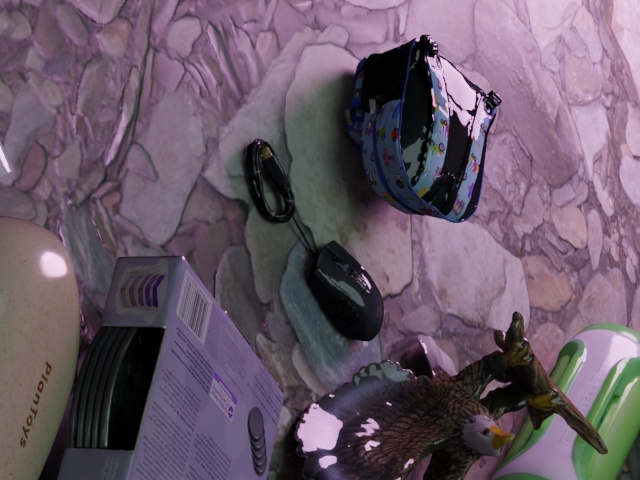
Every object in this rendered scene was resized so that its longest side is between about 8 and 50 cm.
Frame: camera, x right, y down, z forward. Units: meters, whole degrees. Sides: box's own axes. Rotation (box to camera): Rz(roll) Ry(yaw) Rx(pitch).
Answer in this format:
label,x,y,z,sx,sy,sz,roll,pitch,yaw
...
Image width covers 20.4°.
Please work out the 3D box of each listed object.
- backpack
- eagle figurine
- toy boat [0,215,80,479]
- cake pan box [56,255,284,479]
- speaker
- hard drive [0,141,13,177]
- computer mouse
label,x,y,z,sx,sy,sz,roll,pitch,yaw
backpack,0.101,-0.100,1.847,0.158,0.117,0.173,33,54,-42
eagle figurine,0.117,0.210,1.758,0.298,0.225,0.226,-42,71,-17
toy boat,-0.289,0.064,1.277,0.318,0.148,0.267,68,33,-53
cake pan box,-0.120,0.176,1.464,0.267,0.070,0.246,58,36,-54
speaker,0.282,0.221,1.971,0.131,0.131,0.296,60,41,-21
hard drive,-0.368,-0.154,1.340,0.203,0.040,0.308,-36,107,-50
computer mouse,0.000,0.000,1.753,0.242,0.041,0.071,56,43,-23
